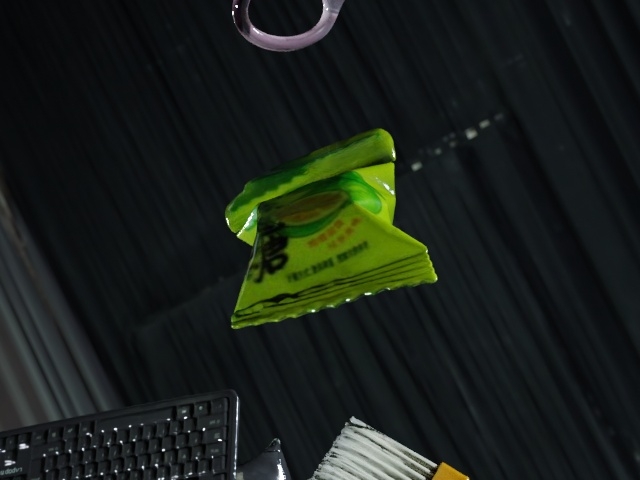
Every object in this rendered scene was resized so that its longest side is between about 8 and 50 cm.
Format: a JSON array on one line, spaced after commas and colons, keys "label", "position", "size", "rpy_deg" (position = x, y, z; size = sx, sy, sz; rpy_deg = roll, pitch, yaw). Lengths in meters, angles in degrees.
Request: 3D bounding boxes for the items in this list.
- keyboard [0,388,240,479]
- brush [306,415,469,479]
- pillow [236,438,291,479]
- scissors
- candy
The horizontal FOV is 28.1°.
[{"label": "keyboard", "position": [-0.105, 0.101, 0.556], "size": [0.155, 0.053, 0.010], "rpy_deg": [-13, -33, 20]}, {"label": "brush", "position": [0.134, 0.211, 0.765], "size": [0.090, 0.314, 0.017], "rpy_deg": [-51, -14, -42]}, {"label": "pillow", "position": [-0.079, 0.263, 1.228], "size": [0.150, 0.090, 0.048], "rpy_deg": [-24, 11, -34]}, {"label": "scissors", "position": [0.037, -0.136, 0.622], "size": [0.176, 0.085, 0.022], "rpy_deg": [-7, 20, -31]}, {"label": "candy", "position": [0.000, 0.000, 0.927], "size": [0.149, 0.069, 0.246], "rpy_deg": [-23, 20, 6]}]
